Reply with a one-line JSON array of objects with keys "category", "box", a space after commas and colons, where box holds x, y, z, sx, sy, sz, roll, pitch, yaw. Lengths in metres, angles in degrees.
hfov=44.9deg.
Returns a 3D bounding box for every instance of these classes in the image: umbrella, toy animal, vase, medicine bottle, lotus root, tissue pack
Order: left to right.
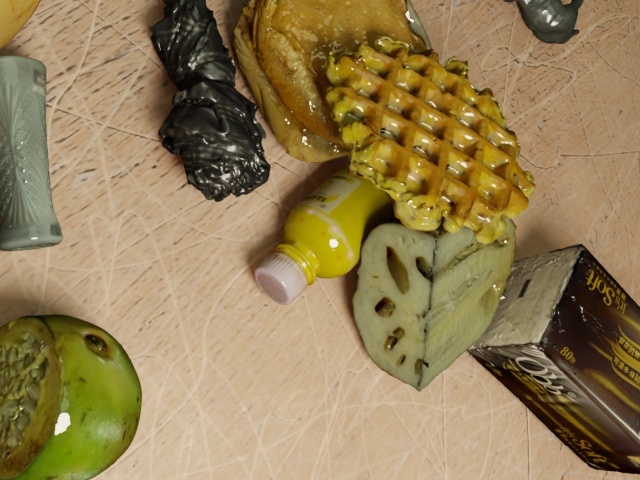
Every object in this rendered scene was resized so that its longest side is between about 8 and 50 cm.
[{"category": "vase", "box": [-0.362, -0.099, 0.926, 0.096, 0.096, 0.220, -8, 87, -32]}, {"category": "umbrella", "box": [-0.175, -0.215, 1.050, 0.154, 0.128, 0.337, -20, 85, -48]}, {"category": "medicine bottle", "box": [0.000, 0.000, 1.103, 0.212, 0.121, 0.122, -43, 103, -30]}, {"category": "lotus root", "box": [0.177, 0.034, 1.157, 0.260, 0.149, 0.267, -33, 136, -42]}, {"category": "toy animal", "box": [0.406, -0.484, 1.469, 0.269, 0.082, 0.137, 41, 61, -19]}, {"category": "tissue pack", "box": [0.433, 0.200, 1.279, 0.370, 0.198, 0.210, 42, 66, -18]}]

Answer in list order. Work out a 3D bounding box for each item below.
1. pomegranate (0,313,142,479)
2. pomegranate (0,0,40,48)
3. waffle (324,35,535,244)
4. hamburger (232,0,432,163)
[{"category": "pomegranate", "box": [-0.287, 0.207, 0.858, 0.159, 0.189, 0.241, 29, 63, -50]}, {"category": "pomegranate", "box": [-0.448, -0.325, 0.774, 0.342, 0.342, 0.343, 7, 77, -30]}, {"category": "waffle", "box": [0.148, -0.140, 1.028, 0.302, 0.068, 0.325, -11, 65, -37]}, {"category": "hamburger", "box": [0.028, -0.273, 1.153, 0.318, 0.158, 0.319, 6, 79, -30]}]
